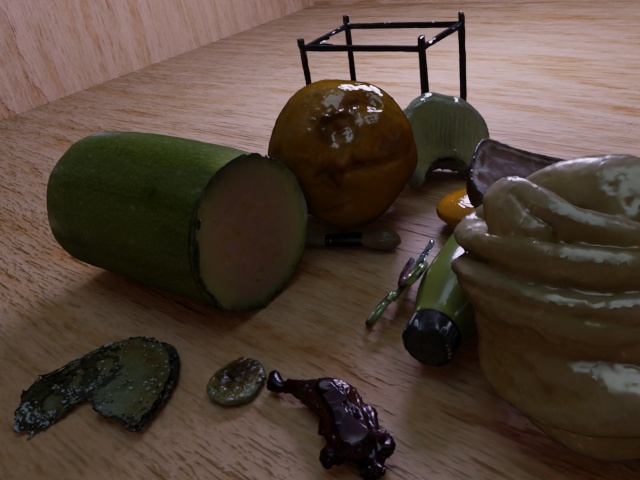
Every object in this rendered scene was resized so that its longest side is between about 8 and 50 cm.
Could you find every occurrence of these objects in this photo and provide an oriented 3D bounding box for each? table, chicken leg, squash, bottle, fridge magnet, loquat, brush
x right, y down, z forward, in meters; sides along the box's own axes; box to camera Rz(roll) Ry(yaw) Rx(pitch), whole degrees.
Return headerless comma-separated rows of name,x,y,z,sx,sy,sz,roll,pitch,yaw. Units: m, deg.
table,0.158,-0.384,1.394,0.335,0.272,0.222,13,38,34
chicken leg,0.012,0.205,0.685,0.089,0.048,0.219,-21,32,-22
squash,-0.244,-0.047,0.977,0.384,0.263,0.263,13,38,34
bottle,0.197,0.066,0.796,0.112,0.112,0.260,11,37,32
fridge magnet,0.277,-0.053,1.016,0.143,0.063,0.143,-6,30,4
loquat,0.044,-0.161,1.051,0.276,0.276,0.284,1,0,18
brush,0.000,0.000,1.049,0.299,0.039,0.042,-1,28,22

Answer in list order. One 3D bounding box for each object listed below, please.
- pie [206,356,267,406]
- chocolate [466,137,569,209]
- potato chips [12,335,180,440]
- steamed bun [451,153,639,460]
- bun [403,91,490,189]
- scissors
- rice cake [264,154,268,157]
pie,-0.114,0.190,0.778,0.084,0.020,0.084,-8,30,5
chocolate,0.353,-0.061,0.933,0.253,0.080,0.157,19,54,4
potato chips,-0.308,0.206,0.810,0.219,0.029,0.202,-8,30,-2
steamed bun,0.320,0.052,0.613,0.324,0.230,0.372,-9,51,-7
bun,0.235,-0.197,1.190,0.212,0.204,0.126,20,1,-12
scissors,0.132,0.052,0.870,0.020,0.133,0.187,42,32,2
rice cake,-0.098,-0.123,1.217,0.189,0.037,0.198,25,45,38
